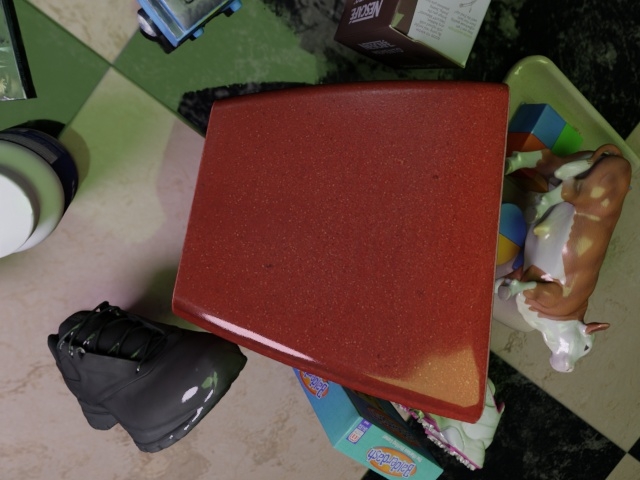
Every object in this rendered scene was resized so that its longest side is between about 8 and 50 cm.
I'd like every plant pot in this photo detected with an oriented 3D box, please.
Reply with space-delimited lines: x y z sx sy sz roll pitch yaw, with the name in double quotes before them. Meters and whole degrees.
"plant pot" 0.000 0.000 0.450 0.235 0.267 0.267 10 80 -6

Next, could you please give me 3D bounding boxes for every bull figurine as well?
"bull figurine" 0.308 0.025 0.597 0.188 0.101 0.311 2 104 -22

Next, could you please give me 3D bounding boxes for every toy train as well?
"toy train" -0.096 -0.259 0.424 0.184 0.105 0.080 -40 118 -4

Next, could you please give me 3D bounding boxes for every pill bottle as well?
"pill bottle" -0.272 -0.044 0.392 0.094 0.169 0.094 -7 111 -19

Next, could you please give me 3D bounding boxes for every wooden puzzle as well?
"wooden puzzle" 0.329 -0.041 0.684 0.322 0.080 0.348 28 96 -27

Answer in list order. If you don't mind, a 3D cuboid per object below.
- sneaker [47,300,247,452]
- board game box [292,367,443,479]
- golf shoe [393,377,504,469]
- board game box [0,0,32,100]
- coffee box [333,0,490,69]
"sneaker" -0.192 0.121 0.445 0.130 0.286 0.109 59 39 -18
"board game box" 0.043 0.208 0.583 0.047 0.210 0.160 -48 117 0
"golf shoe" 0.202 0.248 0.729 0.140 0.115 0.306 -49 125 -12
"board game box" -0.343 -0.214 0.386 0.126 0.026 0.186 -10 111 -18
"coffee box" 0.122 -0.318 0.470 0.098 0.141 0.247 15 102 -26
